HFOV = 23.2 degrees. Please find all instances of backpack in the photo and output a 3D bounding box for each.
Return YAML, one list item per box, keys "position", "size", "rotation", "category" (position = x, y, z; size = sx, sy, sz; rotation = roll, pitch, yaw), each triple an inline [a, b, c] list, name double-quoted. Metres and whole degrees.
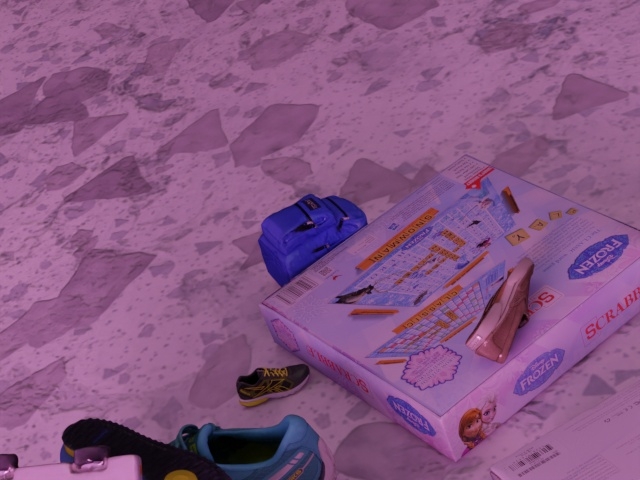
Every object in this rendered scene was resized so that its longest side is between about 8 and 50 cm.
- position: [0.000, 0.000, 1.801]
  size: [0.120, 0.101, 0.098]
  rotation: [-26, 41, -14]
  category: "backpack"

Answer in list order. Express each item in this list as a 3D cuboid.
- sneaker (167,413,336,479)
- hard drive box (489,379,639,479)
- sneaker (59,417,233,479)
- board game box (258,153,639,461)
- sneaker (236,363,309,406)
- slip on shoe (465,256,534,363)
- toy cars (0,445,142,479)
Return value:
- position: [-0.122, 0.224, 1.541]
  size: [0.275, 0.110, 0.107]
  rotation: [-12, 35, 14]
  category: "sneaker"
- position: [0.278, 0.224, 1.307]
  size: [0.181, 0.089, 0.232]
  rotation: [-29, 22, -10]
  category: "hard drive box"
- position: [-0.156, 0.238, 1.465]
  size: [0.209, 0.082, 0.069]
  rotation: [19, 33, 28]
  category: "sneaker"
- position: [0.150, 0.057, 1.668]
  size: [0.319, 0.066, 0.318]
  rotation: [-35, 37, -20]
  category: "board game box"
- position: [-0.052, 0.150, 1.673]
  size: [0.083, 0.035, 0.031]
  rotation: [-24, 35, -4]
  category: "sneaker"
- position: [0.187, 0.069, 1.541]
  size: [0.041, 0.051, 0.135]
  rotation: [35, 42, 3]
  category: "slip on shoe"
- position: [-0.305, 0.322, 1.432]
  size: [0.176, 0.087, 0.393]
  rotation: [44, 94, 19]
  category: "toy cars"
